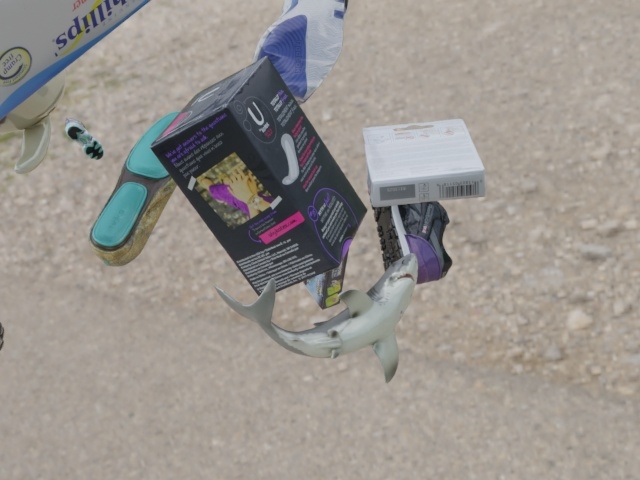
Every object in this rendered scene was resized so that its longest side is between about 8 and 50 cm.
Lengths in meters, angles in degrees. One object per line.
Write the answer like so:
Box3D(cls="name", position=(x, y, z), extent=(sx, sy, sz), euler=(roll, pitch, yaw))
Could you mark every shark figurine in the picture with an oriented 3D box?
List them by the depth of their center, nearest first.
Box3D(cls="shark figurine", position=(0.001, 0.111, 1.401), extent=(0.278, 0.166, 0.116), euler=(-7, 10, -30))

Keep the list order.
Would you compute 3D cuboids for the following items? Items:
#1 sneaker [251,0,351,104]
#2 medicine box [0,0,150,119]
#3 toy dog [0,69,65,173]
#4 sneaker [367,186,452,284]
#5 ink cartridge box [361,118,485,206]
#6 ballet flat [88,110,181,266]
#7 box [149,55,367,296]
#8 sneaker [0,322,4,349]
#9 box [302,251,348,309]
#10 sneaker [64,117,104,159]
Box3D(cls="sneaker", position=(-0.009, -0.359, 1.725), extent=(0.127, 0.316, 0.182), euler=(20, -6, 2))
Box3D(cls="medicine box", position=(-0.384, -0.323, 1.238), extent=(0.263, 0.149, 0.289), euler=(-43, 58, -15))
Box3D(cls="toy dog", position=(-0.570, -0.281, 1.566), extent=(0.284, 0.396, 0.408), euler=(-1, 10, 17))
Box3D(cls="sneaker", position=(0.169, -0.058, 1.954), extent=(0.124, 0.283, 0.107), euler=(-5, -8, -21))
Box3D(cls="ink cartridge box", position=(0.130, -0.104, 1.385), extent=(0.145, 0.045, 0.179), euler=(-6, 26, 1))
Box3D(cls="ballet flat", position=(-0.338, -0.097, 2.059), extent=(0.123, 0.123, 0.349), euler=(4, 56, 37))
Box3D(cls="box", position=(-0.078, -0.084, 1.453), extent=(0.143, 0.270, 0.165), euler=(-22, 22, 30))
Box3D(cls="sneaker", position=(-0.508, 0.224, 1.273), extent=(0.147, 0.330, 0.130), euler=(23, -3, -4))
Box3D(cls="box", position=(0.000, 0.000, 1.680), extent=(0.036, 0.207, 0.114), euler=(-19, 50, -24))
Box3D(cls="sneaker", position=(-0.463, -0.205, 2.069), extent=(0.038, 0.098, 0.069), euler=(-37, 37, 2))
